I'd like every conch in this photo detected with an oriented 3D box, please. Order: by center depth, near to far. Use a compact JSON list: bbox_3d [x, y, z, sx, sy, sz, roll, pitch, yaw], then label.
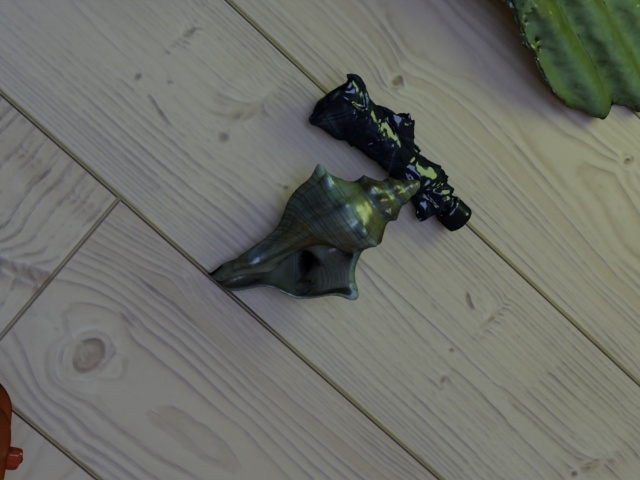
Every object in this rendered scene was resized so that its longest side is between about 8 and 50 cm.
[{"bbox_3d":[0.010,-0.002,1.850,0.137,0.114,0.234,45,112,-2],"label":"conch"}]

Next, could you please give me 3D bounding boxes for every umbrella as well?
[{"bbox_3d":[0.092,-0.099,1.895,0.224,0.080,0.071,44,42,-16],"label":"umbrella"}]

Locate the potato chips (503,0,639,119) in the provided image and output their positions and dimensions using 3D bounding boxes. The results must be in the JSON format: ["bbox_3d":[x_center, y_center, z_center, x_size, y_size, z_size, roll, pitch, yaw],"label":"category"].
[{"bbox_3d":[0.336,-0.363,1.941,0.358,0.070,0.429,-48,120,-20],"label":"potato chips"}]

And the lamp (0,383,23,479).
[{"bbox_3d":[-0.381,0.209,1.671,0.164,0.188,0.187,10,86,-18],"label":"lamp"}]
